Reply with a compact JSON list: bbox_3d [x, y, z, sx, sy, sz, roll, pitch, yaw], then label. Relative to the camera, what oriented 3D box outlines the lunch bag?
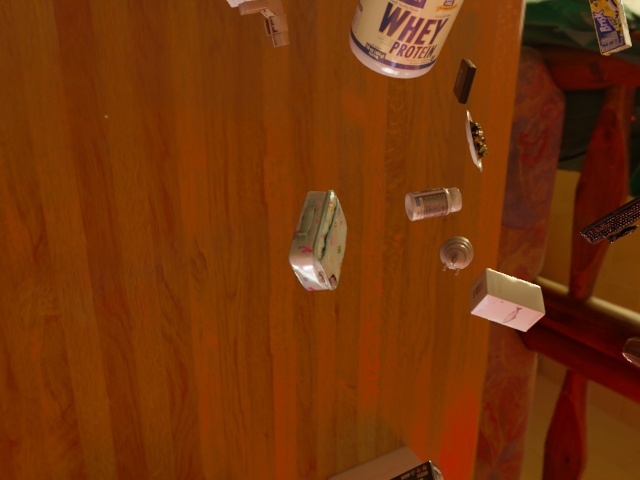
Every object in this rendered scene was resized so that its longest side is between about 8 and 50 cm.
[{"bbox_3d":[0.000,0.000,1.378,0.224,0.107,0.279,69,26,-50],"label":"lunch bag"}]

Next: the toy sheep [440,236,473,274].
[{"bbox_3d":[0.346,0.035,1.181,0.091,0.132,0.091,6,112,15],"label":"toy sheep"}]

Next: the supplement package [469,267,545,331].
[{"bbox_3d":[0.550,0.177,1.374,0.179,0.105,0.105,19,135,-2],"label":"supplement package"}]

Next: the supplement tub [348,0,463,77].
[{"bbox_3d":[0.213,-0.574,1.067,0.235,0.235,0.325,-12,149,-22],"label":"supplement tub"}]

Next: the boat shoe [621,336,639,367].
[{"bbox_3d":[0.436,0.174,0.559,0.064,0.178,0.060,40,92,-18],"label":"boat shoe"}]

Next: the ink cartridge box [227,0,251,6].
[{"bbox_3d":[-0.074,-0.580,0.844,0.223,0.307,0.129,40,50,-66],"label":"ink cartridge box"}]

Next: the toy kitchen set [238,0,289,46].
[{"bbox_3d":[-0.112,-0.407,0.876,0.075,0.068,0.083,-24,116,-26],"label":"toy kitchen set"}]

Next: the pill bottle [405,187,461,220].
[{"bbox_3d":[0.306,-0.101,1.257,0.137,0.078,0.078,-9,108,-5],"label":"pill bottle"}]

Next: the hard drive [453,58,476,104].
[{"bbox_3d":[0.389,-0.433,1.256,0.022,0.135,0.094,11,121,2],"label":"hard drive"}]

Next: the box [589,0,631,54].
[{"bbox_3d":[0.681,-0.531,1.095,0.059,0.054,0.169,-18,95,-43],"label":"box"}]

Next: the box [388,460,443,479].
[{"bbox_3d":[0.215,0.695,1.171,0.231,0.183,0.056,-37,114,21],"label":"box"}]

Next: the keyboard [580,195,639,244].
[{"bbox_3d":[0.863,-0.044,1.329,0.100,0.038,0.192,33,130,-19],"label":"keyboard"}]

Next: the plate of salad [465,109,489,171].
[{"bbox_3d":[0.499,-0.317,1.469,0.048,0.200,0.200,-11,115,24],"label":"plate of salad"}]
